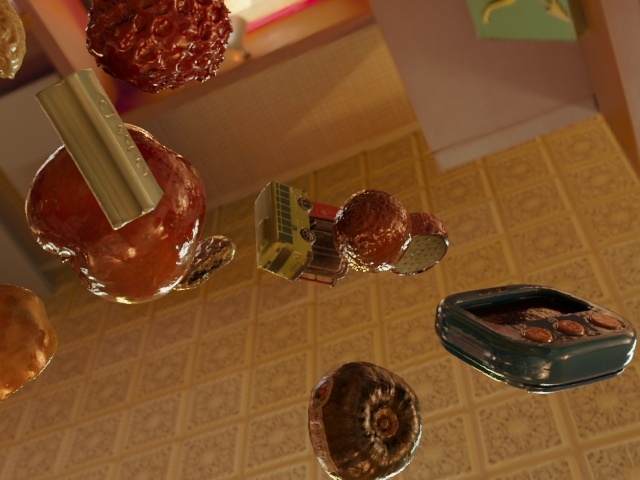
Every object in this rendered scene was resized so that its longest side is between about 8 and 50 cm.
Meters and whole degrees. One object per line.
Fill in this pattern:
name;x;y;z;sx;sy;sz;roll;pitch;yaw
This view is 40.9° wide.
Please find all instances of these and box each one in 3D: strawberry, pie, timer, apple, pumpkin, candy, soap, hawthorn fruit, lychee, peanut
strawberry;-0.251;-0.288;1.209;0.234;0.234;0.178;-2;-143;36
pie;-0.335;0.057;2.358;0.218;0.052;0.185;-41;-151;-20
timer;0.407;0.179;1.643;0.340;0.115;0.309;-6;-160;-32
apple;-0.848;0.275;2.193;0.309;0.252;0.314;-30;-105;3
pumpkin;0.088;0.386;1.805;0.260;0.260;0.189;-51;-169;-32
candy;0.130;0.006;1.205;0.103;0.103;0.043;-25;-128;6
soap;-0.288;-0.123;1.137;0.066;0.198;0.119;-27;-166;4
hawthorn fruit;-0.324;-0.044;1.375;0.284;0.284;0.284;-20;-147;13
lychee;0.069;-0.018;1.101;0.101;0.114;0.140;-34;172;39
peanut;-0.685;-0.466;1.691;0.140;0.325;0.153;-33;-177;-30

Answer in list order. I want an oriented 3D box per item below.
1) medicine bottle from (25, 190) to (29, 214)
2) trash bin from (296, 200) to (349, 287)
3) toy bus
medicine bottle;-0.423;-0.045;1.594;0.215;0.135;0.135;25;-128;13
trash bin;0.000;0.000;2.313;0.161;0.184;0.238;12;-162;-9
toy bus;-0.071;-0.019;1.612;0.088;0.101;0.175;-49;-147;37
